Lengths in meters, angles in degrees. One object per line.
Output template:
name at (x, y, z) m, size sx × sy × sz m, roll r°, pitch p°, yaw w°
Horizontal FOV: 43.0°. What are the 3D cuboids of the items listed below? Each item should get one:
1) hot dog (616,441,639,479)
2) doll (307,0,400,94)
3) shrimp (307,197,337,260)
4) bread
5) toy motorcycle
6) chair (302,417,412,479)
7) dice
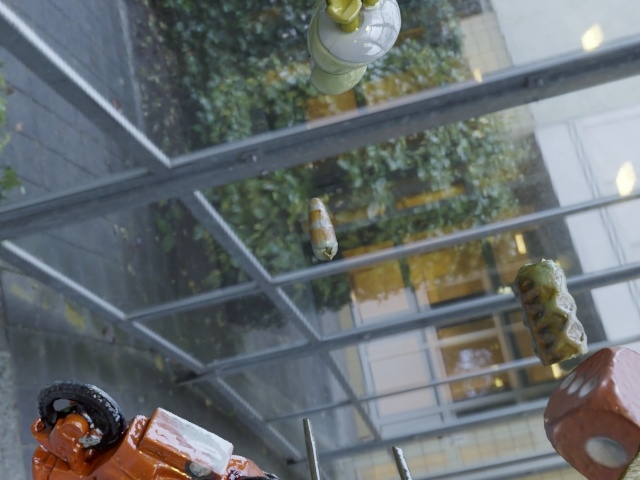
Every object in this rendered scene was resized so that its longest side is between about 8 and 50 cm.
hot dog at (0.386, 0.296, 0.964) m, size 0.286 × 0.061 × 0.087 m, roll -14°, pitch 95°, yaw -60°
doll at (0.030, -0.286, 1.166) m, size 0.117 × 0.141 × 0.296 m, roll 34°, pitch -13°, yaw -8°
shrimp at (0.000, 0.000, 1.603) m, size 0.166 × 0.049 × 0.161 m, roll 87°, pitch -9°, yaw -57°
bread at (0.464, 0.149, 1.687) m, size 0.128 × 0.088 × 0.231 m, roll -43°, pitch -133°, yaw 47°
toy motorcycle at (-0.174, 0.276, 0.873) m, size 0.326 × 0.221 × 0.147 m, roll 30°, pitch 35°, yaw -9°
chair at (0.035, 0.397, 1.081) m, size 0.166 × 0.188 × 0.272 m, roll -60°, pitch -159°, yaw 22°
dice at (0.503, 0.297, 1.376) m, size 0.175 × 0.174 × 0.179 m, roll 42°, pitch 44°, yaw 3°
